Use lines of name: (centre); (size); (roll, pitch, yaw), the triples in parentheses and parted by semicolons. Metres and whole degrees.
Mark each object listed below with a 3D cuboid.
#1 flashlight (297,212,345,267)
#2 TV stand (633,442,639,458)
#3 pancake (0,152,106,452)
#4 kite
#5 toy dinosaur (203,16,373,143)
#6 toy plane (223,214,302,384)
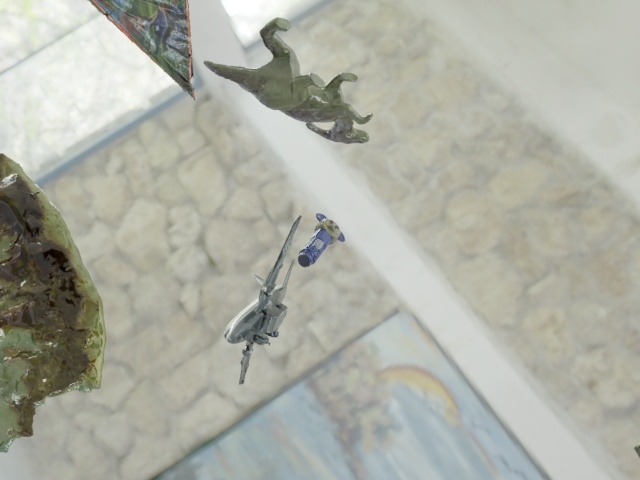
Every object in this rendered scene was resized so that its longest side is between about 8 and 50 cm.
flashlight: (0.000, 0.000, 1.734); (0.057, 0.035, 0.121); (45, 33, -4)
TV stand: (0.483, 0.358, 1.550); (0.249, 0.036, 0.042); (61, -19, 17)
pancake: (-0.394, 0.034, 1.230); (0.426, 0.305, 0.067); (25, -26, 4)
kite: (-0.149, -0.238, 1.060); (0.014, 0.183, 0.241); (0, -80, 63)
toy dinosaur: (-0.029, -0.228, 1.890); (0.294, 0.077, 0.162); (37, -35, -21)
toy plane: (-0.069, 0.081, 1.421); (0.058, 0.226, 0.226); (19, 17, 0)
